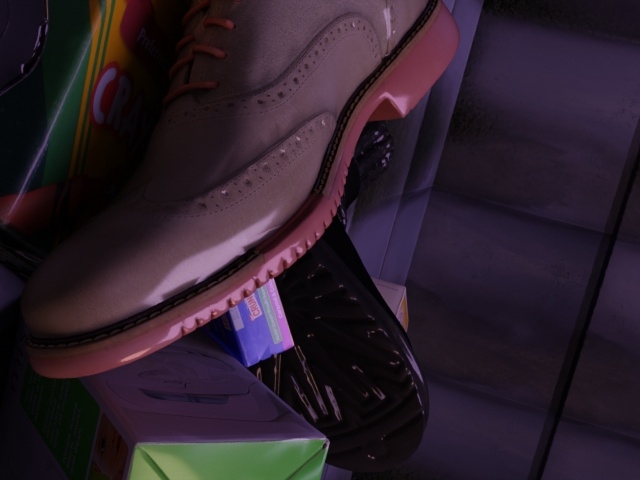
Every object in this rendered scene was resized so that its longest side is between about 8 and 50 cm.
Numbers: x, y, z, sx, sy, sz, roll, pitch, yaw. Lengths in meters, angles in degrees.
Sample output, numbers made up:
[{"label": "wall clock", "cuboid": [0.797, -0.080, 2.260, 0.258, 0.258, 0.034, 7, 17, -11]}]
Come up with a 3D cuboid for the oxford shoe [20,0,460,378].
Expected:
[{"label": "oxford shoe", "cuboid": [-0.054, -0.085, 0.580, 0.397, 0.140, 0.146, -55, 127, -43]}]

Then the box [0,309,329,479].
[{"label": "box", "cuboid": [-0.127, 0.195, 0.641, 0.127, 0.231, 0.262, 7, 104, -34]}]

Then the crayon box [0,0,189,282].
[{"label": "crayon box", "cuboid": [-0.122, -0.132, 0.614, 0.202, 0.081, 0.318, 65, 42, -71]}]

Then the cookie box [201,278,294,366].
[{"label": "cookie box", "cuboid": [-0.069, 0.027, 0.688, 0.040, 0.107, 0.091, -24, 113, -22]}]

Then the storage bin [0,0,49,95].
[{"label": "storage bin", "cuboid": [-0.186, -0.096, 0.369, 0.180, 0.084, 0.122, -57, 160, -51]}]

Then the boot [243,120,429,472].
[{"label": "boot", "cuboid": [0.003, -0.003, 0.859, 0.131, 0.348, 0.260, -29, -172, 28]}]

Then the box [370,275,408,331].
[{"label": "box", "cuboid": [-0.013, 0.086, 1.099, 0.114, 0.203, 0.103, 76, 32, -67]}]
